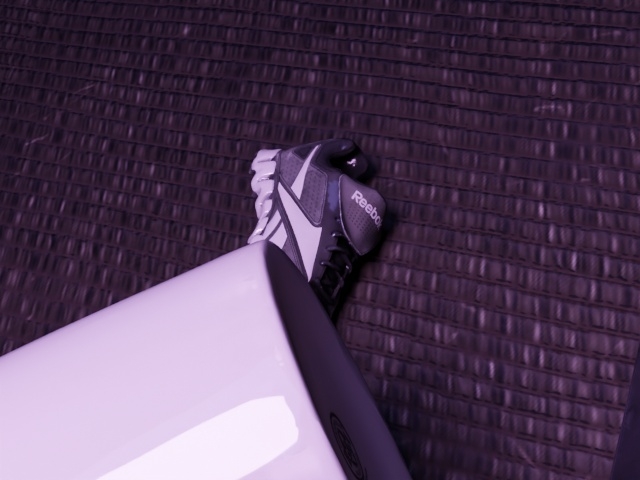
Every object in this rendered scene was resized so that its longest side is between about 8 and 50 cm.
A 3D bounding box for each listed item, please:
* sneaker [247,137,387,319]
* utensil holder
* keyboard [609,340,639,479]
[{"bbox_3d":[0.000,0.000,1.448,0.106,0.078,0.234,-21,41,18],"label":"sneaker"},{"bbox_3d":[-0.139,0.212,1.152,0.385,0.327,0.327,-27,42,6],"label":"utensil holder"},{"bbox_3d":[0.248,0.117,1.224,0.108,0.023,0.180,-9,48,35],"label":"keyboard"}]
